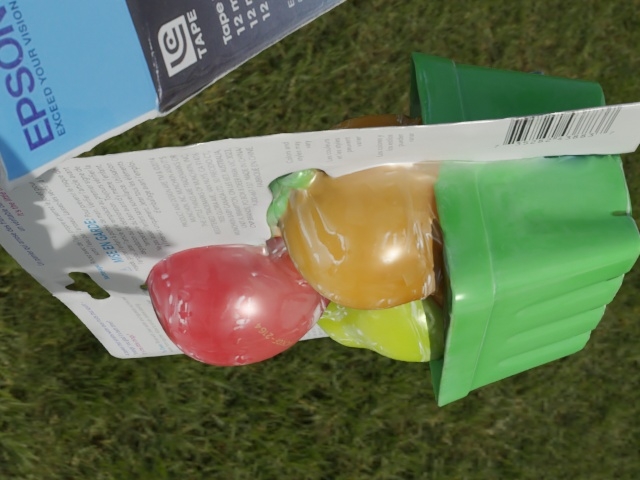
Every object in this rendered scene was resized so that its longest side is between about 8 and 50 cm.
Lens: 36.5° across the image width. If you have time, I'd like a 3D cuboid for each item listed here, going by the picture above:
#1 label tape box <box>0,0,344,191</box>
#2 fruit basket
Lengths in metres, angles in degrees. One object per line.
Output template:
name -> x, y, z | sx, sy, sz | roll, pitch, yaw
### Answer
label tape box -> -0.086, -0.203, 0.429 | 0.348, 0.115, 0.249 | -43, 124, -46
fruit basket -> 0.000, 0.000, 0.608 | 0.353, 0.327, 0.165 | -1, 67, 5
